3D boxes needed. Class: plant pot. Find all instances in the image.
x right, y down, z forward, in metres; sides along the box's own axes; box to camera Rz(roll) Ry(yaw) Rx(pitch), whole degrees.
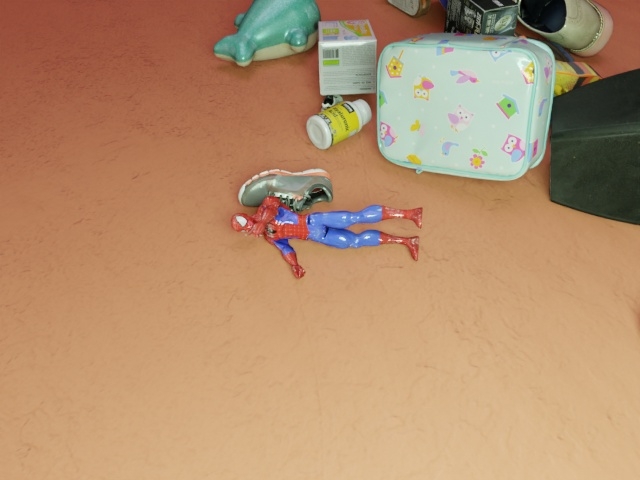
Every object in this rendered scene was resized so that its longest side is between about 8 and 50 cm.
[{"bbox_3d":[0.449,-0.145,0.943,0.166,0.188,0.187,1,41,23],"label":"plant pot"}]

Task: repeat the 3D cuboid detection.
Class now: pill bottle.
[{"bbox_3d":[0.037,-0.219,1.111,0.116,0.065,0.065,-31,50,-28],"label":"pill bottle"}]

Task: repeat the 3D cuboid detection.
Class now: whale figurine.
[{"bbox_3d":[-0.119,-0.489,1.355,0.216,0.141,0.272,30,52,30],"label":"whale figurine"}]

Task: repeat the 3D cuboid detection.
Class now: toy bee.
[{"bbox_3d":[0.400,-0.290,1.104,0.298,0.162,0.195,-21,48,-19],"label":"toy bee"}]

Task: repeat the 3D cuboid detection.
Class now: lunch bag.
[{"bbox_3d":[0.222,-0.211,0.967,0.279,0.224,0.108,16,33,35],"label":"lunch bag"}]

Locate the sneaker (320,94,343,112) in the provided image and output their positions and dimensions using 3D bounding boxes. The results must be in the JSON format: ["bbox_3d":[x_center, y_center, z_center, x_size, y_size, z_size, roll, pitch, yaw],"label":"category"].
[{"bbox_3d":[0.025,-0.276,1.195,0.031,0.037,0.083,11,43,16],"label":"sneaker"}]

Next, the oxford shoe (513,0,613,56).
[{"bbox_3d":[0.493,-0.563,1.379,0.146,0.140,0.397,5,35,-32],"label":"oxford shoe"}]

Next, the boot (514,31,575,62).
[{"bbox_3d":[0.450,-0.406,1.307,0.106,0.082,0.219,-2,37,-30],"label":"boot"}]

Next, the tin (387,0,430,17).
[{"bbox_3d":[0.211,-0.636,1.524,0.040,0.106,0.190,-25,46,-14],"label":"tin"}]

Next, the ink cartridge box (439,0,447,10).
[{"bbox_3d":[0.280,-0.635,1.455,0.045,0.223,0.224,-33,34,23],"label":"ink cartridge box"}]

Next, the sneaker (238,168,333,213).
[{"bbox_3d":[-0.052,-0.074,0.966,0.157,0.061,0.065,-12,50,-9],"label":"sneaker"}]

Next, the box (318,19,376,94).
[{"bbox_3d":[0.052,-0.379,1.229,0.114,0.103,0.203,-2,31,0],"label":"box"}]

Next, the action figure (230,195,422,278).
[{"bbox_3d":[0.000,0.000,0.854,0.280,0.092,0.139,5,34,8],"label":"action figure"}]

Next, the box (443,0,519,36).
[{"bbox_3d":[0.318,-0.413,1.224,0.077,0.180,0.147,-13,44,-12],"label":"box"}]
